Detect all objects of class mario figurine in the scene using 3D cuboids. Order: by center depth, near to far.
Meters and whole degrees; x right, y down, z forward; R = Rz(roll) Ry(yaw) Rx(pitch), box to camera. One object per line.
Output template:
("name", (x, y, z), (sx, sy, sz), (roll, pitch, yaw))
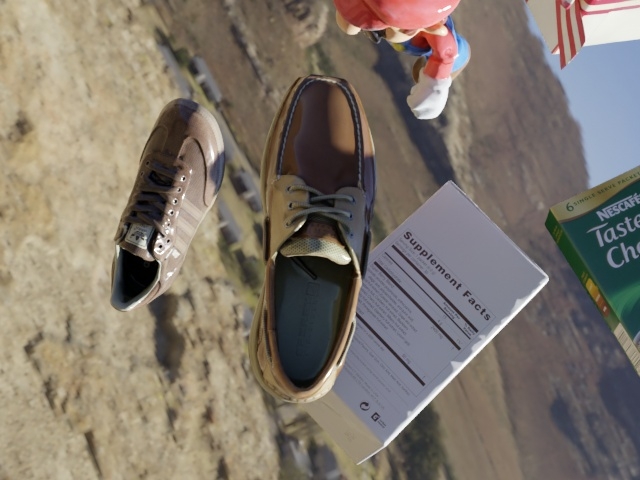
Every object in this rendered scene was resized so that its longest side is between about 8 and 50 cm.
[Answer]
("mario figurine", (0.079, -0.261, 1.153), (0.198, 0.170, 0.320), (29, 4, 15))

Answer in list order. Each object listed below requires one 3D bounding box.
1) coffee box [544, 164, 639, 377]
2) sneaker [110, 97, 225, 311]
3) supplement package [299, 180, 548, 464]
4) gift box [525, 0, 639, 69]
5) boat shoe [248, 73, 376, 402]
("coffee box", (0.297, 0.027, 0.895), (0.040, 0.113, 0.184), (76, -10, -66))
("sneaker", (-0.126, -0.020, 0.792), (0.071, 0.066, 0.188), (-63, 173, -56))
("supplement package", (0.101, 0.103, 1.218), (0.175, 0.293, 0.177), (46, -20, 8))
("gift box", (0.393, -0.398, 1.351), (0.276, 0.258, 0.255), (116, -42, -55))
("boat shoe", (0.000, 0.000, 0.964), (0.120, 0.122, 0.324), (165, -71, -82))
